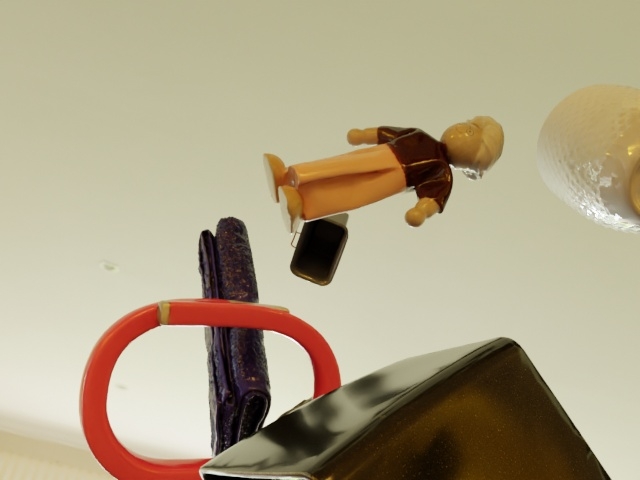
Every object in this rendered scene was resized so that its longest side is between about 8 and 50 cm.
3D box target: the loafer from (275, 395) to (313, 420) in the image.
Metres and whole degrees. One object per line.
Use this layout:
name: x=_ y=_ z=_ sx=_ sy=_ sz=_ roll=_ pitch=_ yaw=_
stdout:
loafer: x=-0.013 y=0.279 z=1.076 sx=0.148 sy=0.056 sz=0.050 roll=-36 pitch=-15 yaw=19

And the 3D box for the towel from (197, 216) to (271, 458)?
towel: x=-0.130 y=0.144 z=0.926 sx=0.076 sy=0.308 sz=0.227 roll=0 pitch=-45 yaw=-14

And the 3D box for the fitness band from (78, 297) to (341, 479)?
fitness band: x=-0.113 y=0.171 z=0.743 sx=0.291 sy=0.209 sz=0.054 roll=7 pitch=-2 yaw=-25

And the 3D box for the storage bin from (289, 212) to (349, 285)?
storage bin: x=0.000 y=0.000 z=1.267 sx=0.098 sy=0.091 sz=0.135 roll=21 pitch=-62 yaw=3

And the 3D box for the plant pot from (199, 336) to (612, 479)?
plant pot: x=0.065 y=0.163 z=0.414 sx=0.188 sy=0.167 sz=0.187 roll=55 pitch=-31 yaw=-1

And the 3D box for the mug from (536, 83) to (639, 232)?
mug: x=0.648 y=-0.185 z=1.316 sx=0.374 sy=0.328 sz=0.276 roll=-41 pitch=-75 yaw=12

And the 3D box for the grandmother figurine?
grandmother figurine: x=0.105 y=-0.101 z=0.944 sx=0.342 sy=0.208 sz=0.104 roll=-17 pitch=-29 yaw=-13
